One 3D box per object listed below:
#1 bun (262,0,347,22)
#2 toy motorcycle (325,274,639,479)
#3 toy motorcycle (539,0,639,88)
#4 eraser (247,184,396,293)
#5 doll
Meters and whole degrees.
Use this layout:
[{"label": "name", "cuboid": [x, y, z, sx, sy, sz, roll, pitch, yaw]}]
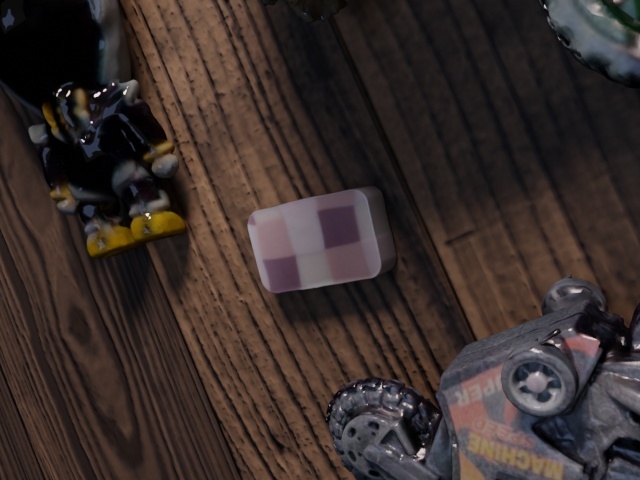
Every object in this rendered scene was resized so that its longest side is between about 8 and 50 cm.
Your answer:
[{"label": "bun", "cuboid": [-0.002, -0.268, 0.449, 0.282, 0.205, 0.281, 6, 99, 43]}, {"label": "toy motorcycle", "cuboid": [0.147, 0.123, 0.513, 0.307, 0.108, 0.173, -24, 95, 33]}, {"label": "toy motorcycle", "cuboid": [0.292, -0.094, 0.331, 0.410, 0.169, 0.236, -7, 97, 34]}, {"label": "eraser", "cuboid": [0.000, 0.000, 0.626, 0.105, 0.026, 0.065, -12, 95, 34]}, {"label": "doll", "cuboid": [-0.198, -0.140, 0.683, 0.146, 0.103, 0.316, -13, 101, 50]}]
